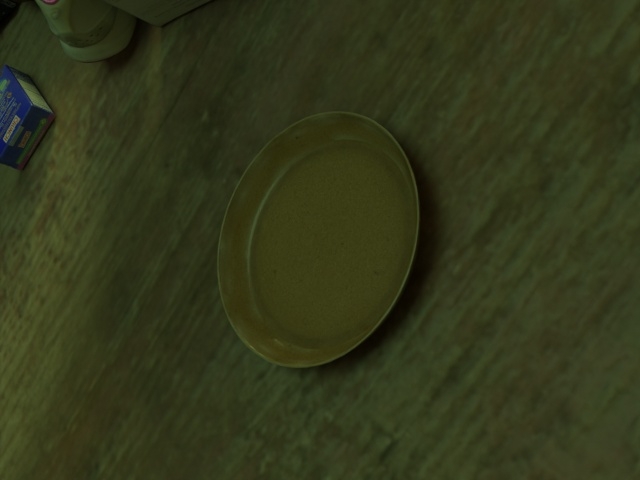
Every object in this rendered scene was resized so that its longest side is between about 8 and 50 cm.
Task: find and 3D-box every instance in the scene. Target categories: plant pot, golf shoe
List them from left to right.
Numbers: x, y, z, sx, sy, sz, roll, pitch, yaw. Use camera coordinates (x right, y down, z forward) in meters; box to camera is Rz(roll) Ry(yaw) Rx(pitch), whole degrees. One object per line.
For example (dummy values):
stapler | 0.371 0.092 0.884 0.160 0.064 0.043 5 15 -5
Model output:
golf shoe | -0.274 -0.368 1.181 0.115 0.140 0.306 -7 73 14
plant pot | 0.000 0.000 0.918 0.236 0.032 0.236 -14 67 38

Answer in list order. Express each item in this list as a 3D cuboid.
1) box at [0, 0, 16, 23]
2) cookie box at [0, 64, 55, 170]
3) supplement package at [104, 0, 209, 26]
box | -0.731 -0.485 1.401 0.297 0.472 0.479 -38 55 26
cookie box | -0.396 -0.158 1.303 0.091 0.040 0.107 -53 50 15
supplement package | -0.135 -0.382 1.074 0.262 0.145 0.204 -15 68 36
